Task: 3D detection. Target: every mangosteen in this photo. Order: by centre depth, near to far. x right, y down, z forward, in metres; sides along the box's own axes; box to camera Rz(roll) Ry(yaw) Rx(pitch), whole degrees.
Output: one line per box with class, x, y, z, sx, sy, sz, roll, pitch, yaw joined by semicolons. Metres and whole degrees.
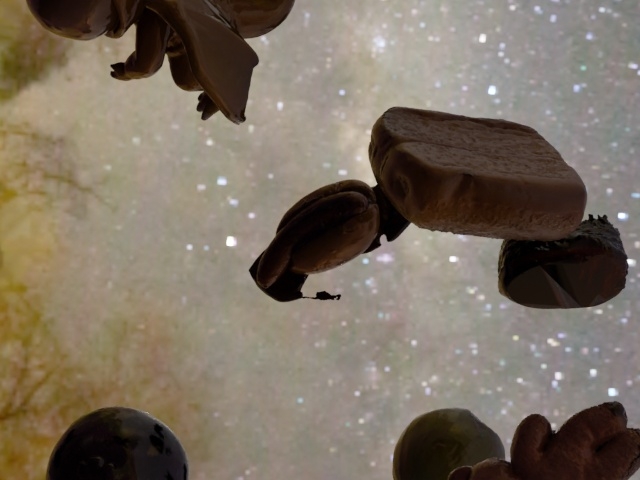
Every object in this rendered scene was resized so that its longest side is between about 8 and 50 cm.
mangosteen;-0.317;0.381;1.729;0.265;0.228;0.228;62;24;-74

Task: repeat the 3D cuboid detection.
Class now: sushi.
sushi;0.420;0.041;1.898;0.126;0.225;0.136;-88;168;-57

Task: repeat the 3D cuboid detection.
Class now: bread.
bread;0.251;-0.094;1.786;0.328;0.337;0.148;-113;-150;-60

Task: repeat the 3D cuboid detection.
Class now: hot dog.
hot dog;-0.001;-0.005;2.002;0.326;0.107;0.194;-43;-126;7

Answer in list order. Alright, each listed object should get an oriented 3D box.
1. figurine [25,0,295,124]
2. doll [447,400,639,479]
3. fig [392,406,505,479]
figurine;-0.205;-0.369;1.376;0.268;0.387;0.400;-5;-123;40
doll;0.364;0.371;1.664;0.201;0.303;0.156;59;7;27
fig;0.256;0.482;2.274;0.239;0.271;0.239;21;-56;34
